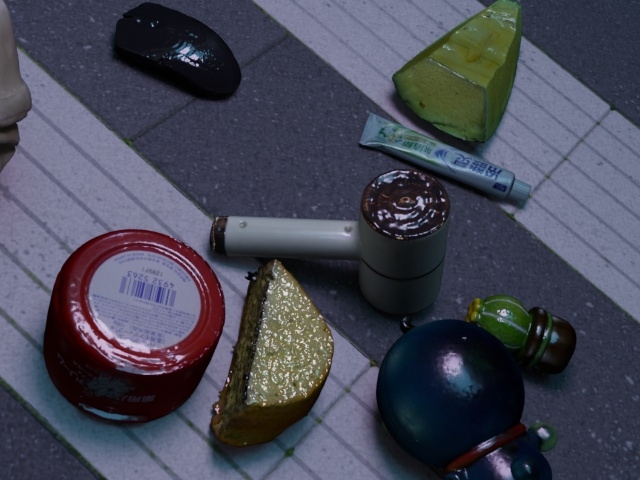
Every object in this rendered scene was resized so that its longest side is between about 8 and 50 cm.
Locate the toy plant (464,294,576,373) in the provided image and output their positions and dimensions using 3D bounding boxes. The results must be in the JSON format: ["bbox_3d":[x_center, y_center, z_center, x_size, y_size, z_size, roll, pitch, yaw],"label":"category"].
[{"bbox_3d":[0.295,0.135,1.546,0.162,0.092,0.092,24,52,-4],"label":"toy plant"}]

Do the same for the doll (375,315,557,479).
[{"bbox_3d":[0.196,0.237,1.383,0.199,0.186,0.322,-26,72,-33],"label":"doll"}]

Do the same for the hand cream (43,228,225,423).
[{"bbox_3d":[-0.239,0.108,1.329,0.230,0.149,0.230,12,51,-15],"label":"hand cream"}]

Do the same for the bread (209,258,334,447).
[{"bbox_3d":[-0.052,0.159,1.378,0.134,0.129,0.260,19,53,-16],"label":"bread"}]

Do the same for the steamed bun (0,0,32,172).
[{"bbox_3d":[-0.515,-0.146,1.347,0.310,0.219,0.324,-13,49,16],"label":"steamed bun"}]

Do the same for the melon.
[{"bbox_3d":[0.275,-0.312,1.828,0.196,0.124,0.323,36,47,5],"label":"melon"}]

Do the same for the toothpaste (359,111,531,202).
[{"bbox_3d":[0.210,-0.133,1.730,0.297,0.048,0.074,22,55,-1],"label":"toothpaste"}]

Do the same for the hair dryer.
[{"bbox_3d":[0.000,0.000,1.492,0.362,0.203,0.128,2,55,3],"label":"hair dryer"}]

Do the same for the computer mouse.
[{"bbox_3d":[-0.225,-0.309,1.666,0.217,0.073,0.122,25,52,-1],"label":"computer mouse"}]
